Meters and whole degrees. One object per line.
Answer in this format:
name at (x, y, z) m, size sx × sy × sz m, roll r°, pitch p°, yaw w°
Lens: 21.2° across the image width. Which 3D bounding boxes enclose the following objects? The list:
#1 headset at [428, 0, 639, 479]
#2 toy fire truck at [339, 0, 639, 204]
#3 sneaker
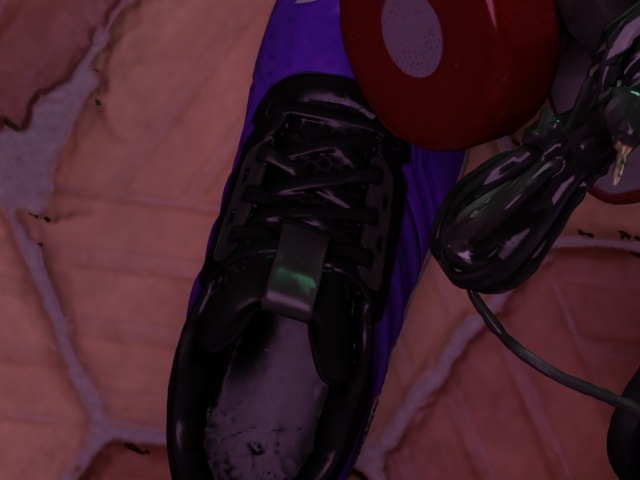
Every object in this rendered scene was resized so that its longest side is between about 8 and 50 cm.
headset at (0.207, 0.081, 0.628) m, size 0.394 × 0.243 × 0.185 m, roll 35°, pitch 106°, yaw -20°
toy fire truck at (0.124, -0.169, 0.639) m, size 0.169 × 0.254 × 0.302 m, roll -19°, pitch 92°, yaw -32°
sneaker at (0.001, 0.001, 0.734) m, size 0.102 × 0.146 × 0.293 m, roll 13°, pitch 94°, yaw 6°
